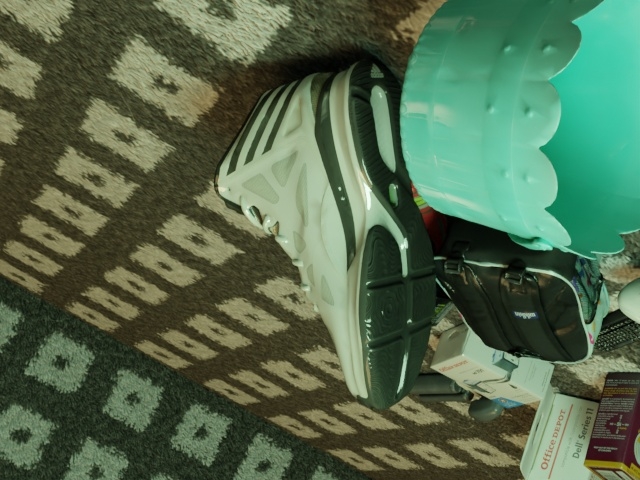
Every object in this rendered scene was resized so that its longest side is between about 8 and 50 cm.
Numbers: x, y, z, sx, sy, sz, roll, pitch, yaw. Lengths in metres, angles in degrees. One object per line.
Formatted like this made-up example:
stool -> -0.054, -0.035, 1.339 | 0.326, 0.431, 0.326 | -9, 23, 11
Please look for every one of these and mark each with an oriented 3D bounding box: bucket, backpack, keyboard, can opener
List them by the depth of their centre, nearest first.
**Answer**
bucket -> 0.223, -0.128, 0.901 | 0.183, 0.281, 0.281 | 14, 155, 42
backpack -> 0.297, 0.060, 1.286 | 0.225, 0.191, 0.253 | 6, 140, 37
keyboard -> 0.485, 0.147, 1.497 | 0.108, 0.023, 0.180 | 28, 154, -6
can opener -> 0.295, 0.344, 1.973 | 0.076, 0.095, 0.283 | 37, 152, -24

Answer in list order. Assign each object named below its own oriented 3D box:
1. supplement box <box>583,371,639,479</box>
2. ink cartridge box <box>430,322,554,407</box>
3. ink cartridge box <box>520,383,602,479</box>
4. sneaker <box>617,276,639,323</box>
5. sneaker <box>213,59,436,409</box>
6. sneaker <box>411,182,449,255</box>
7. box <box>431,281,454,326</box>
supplement box -> 0.557, 0.345, 1.624 | 0.104, 0.188, 0.081 | 39, 151, -28
ink cartridge box -> 0.334, 0.245, 1.759 | 0.191, 0.082, 0.139 | 27, 155, -10
ink cartridge box -> 0.526, 0.457, 1.852 | 0.119, 0.207, 0.353 | 10, 152, 32
sneaker -> 0.490, 0.040, 1.195 | 0.235, 0.094, 0.153 | -3, 142, 45
sneaker -> 0.001, -0.001, 1.218 | 0.257, 0.447, 0.169 | -3, -176, 37
sneaker -> 0.113, -0.053, 1.320 | 0.107, 0.118, 0.279 | -8, 141, 48
box -> 0.098, 0.042, 1.379 | 0.216, 0.060, 0.270 | 42, -174, 15
